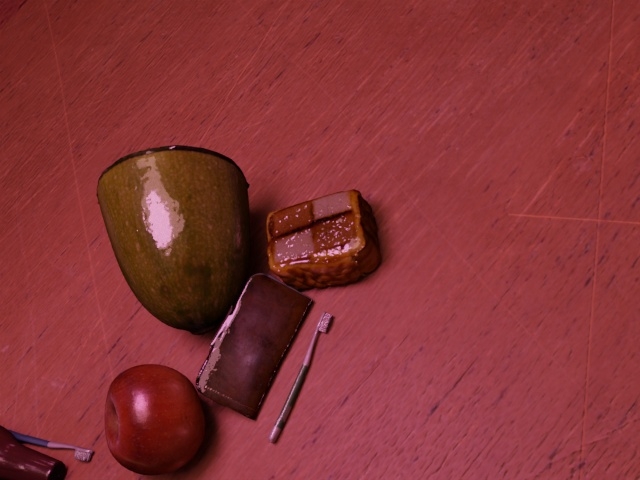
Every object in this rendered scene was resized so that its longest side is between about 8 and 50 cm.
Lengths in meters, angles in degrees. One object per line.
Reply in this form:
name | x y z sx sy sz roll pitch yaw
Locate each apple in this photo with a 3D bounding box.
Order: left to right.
apple | -0.299 0.323 1.277 0.201 0.162 0.201 0 90 59

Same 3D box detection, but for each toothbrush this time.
toothbrush | -0.576 0.423 1.456 0.276 0.019 0.025 2 71 28
toothbrush | -0.036 0.247 1.282 0.024 0.018 0.257 16 70 27

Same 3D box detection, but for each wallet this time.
wallet | -0.127 0.189 1.314 0.137 0.031 0.255 28 75 -3

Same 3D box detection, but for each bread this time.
bread | 0.000 0.000 1.364 0.222 0.096 0.181 -14 54 20

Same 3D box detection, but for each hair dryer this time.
hair dryer | -0.696 0.547 1.413 0.313 0.123 0.340 14 80 22

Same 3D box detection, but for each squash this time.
squash | -0.278 0.025 1.365 0.310 0.310 0.309 -20 57 16
